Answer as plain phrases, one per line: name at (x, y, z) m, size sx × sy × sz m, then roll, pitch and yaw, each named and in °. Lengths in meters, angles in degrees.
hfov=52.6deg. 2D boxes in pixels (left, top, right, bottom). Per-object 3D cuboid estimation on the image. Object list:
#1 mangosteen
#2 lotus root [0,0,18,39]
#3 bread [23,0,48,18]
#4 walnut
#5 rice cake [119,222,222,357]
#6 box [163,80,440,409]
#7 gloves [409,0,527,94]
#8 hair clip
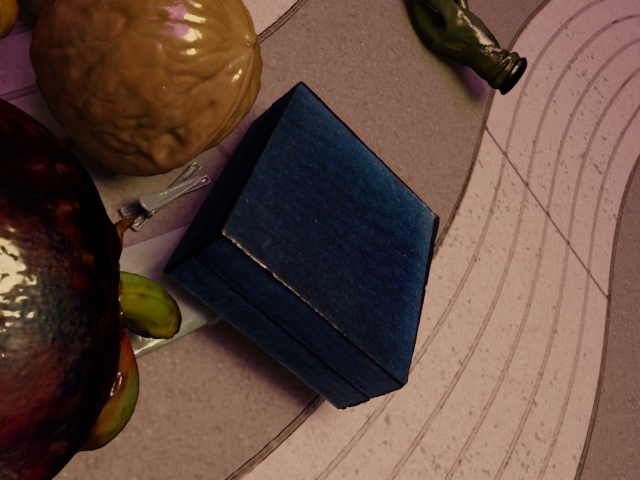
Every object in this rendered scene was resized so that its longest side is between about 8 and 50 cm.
mangosteen at (-0.243, 0.047, 0.446) m, size 0.359 × 0.306 × 0.306 m, roll 7°, pitch 67°, yaw -30°
lotus root at (-0.408, -0.197, 0.530) m, size 0.291 × 0.193 × 0.193 m, roll -27°, pitch 88°, yaw -38°
bread at (-0.302, -0.346, 0.669) m, size 0.204 × 0.162 × 0.262 m, roll 48°, pitch 9°, yaw -9°
walnut at (-0.166, -0.176, 0.651) m, size 0.228 × 0.228 × 0.228 m, roll 15°, pitch 63°, yaw -31°
rice cake at (-0.164, 0.049, 0.681) m, size 0.211 × 0.038 × 0.124 m, roll -30°, pitch 89°, yaw -41°
box at (0.000, 0.000, 0.743) m, size 0.261 × 0.116 × 0.279 m, roll 41°, pitch 43°, yaw -19°
gloves at (0.238, -0.358, 1.100) m, size 0.268 × 0.107 × 0.135 m, roll 56°, pitch 17°, yaw 12°
hair clip at (-0.167, -0.054, 0.723) m, size 0.115 × 0.039 × 0.030 m, roll -42°, pitch 103°, yaw -42°
